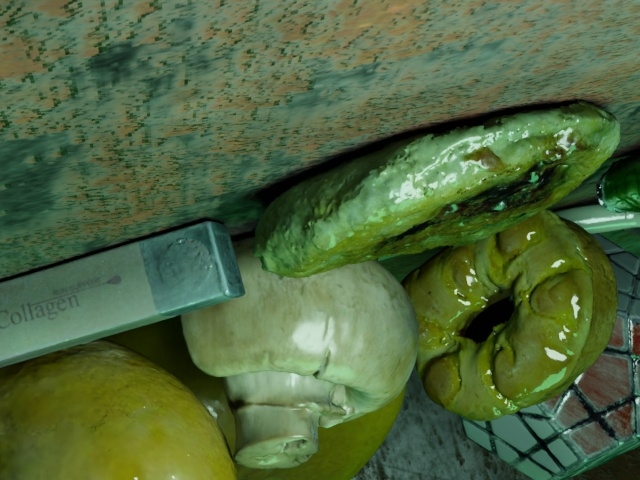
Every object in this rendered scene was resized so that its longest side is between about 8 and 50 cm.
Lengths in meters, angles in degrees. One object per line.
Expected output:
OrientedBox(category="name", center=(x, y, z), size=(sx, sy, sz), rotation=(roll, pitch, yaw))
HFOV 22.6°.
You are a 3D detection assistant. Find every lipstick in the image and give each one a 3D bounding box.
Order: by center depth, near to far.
OrientedBox(category="lipstick", center=(-0.226, 0.059, 1.349), size=(0.317, 0.066, 0.068), rotation=(-17, 175, 10))

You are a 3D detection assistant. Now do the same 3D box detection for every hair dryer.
OrientedBox(category="hair dryer", center=(0.327, -0.023, 1.931), size=(0.237, 0.075, 0.206), rotation=(-6, 178, -8))

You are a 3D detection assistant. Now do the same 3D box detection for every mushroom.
OrientedBox(category="mushroom", center=(-0.005, 0.100, 1.469), size=(0.189, 0.195, 0.254), rotation=(-13, 153, 22))

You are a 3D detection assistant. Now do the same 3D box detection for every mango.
OrientedBox(category="mango", center=(-0.107, 0.192, 1.775), size=(0.445, 0.301, 0.220), rotation=(-20, -157, -22))

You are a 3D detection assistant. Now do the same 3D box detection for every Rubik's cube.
OrientedBox(category="Rubik's cube", center=(0.307, 0.145, 1.988), size=(0.319, 0.319, 0.264), rotation=(-21, 143, 37))

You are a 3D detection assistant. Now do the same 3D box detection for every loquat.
OrientedBox(category="loquat", center=(-0.251, 0.237, 1.449), size=(0.328, 0.328, 0.359), rotation=(-18, 149, 19))

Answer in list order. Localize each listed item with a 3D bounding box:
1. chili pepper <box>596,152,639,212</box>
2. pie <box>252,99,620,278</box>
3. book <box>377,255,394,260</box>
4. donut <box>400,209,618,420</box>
OrientedBox(category="chili pepper", center=(0.396, -0.076, 1.509), size=(0.136, 0.099, 0.270), rotation=(17, 164, -25))
OrientedBox(category="pie", center=(0.099, -0.036, 1.301), size=(0.323, 0.070, 0.323), rotation=(-16, 172, -2))
OrientedBox(category="book", center=(0.106, -0.005, 1.720), size=(0.103, 0.017, 0.135), rotation=(-17, 173, -2))
OrientedBox(category="donut", center=(0.211, 0.085, 1.787), size=(0.128, 0.208, 0.261), rotation=(0, 154, -47))
